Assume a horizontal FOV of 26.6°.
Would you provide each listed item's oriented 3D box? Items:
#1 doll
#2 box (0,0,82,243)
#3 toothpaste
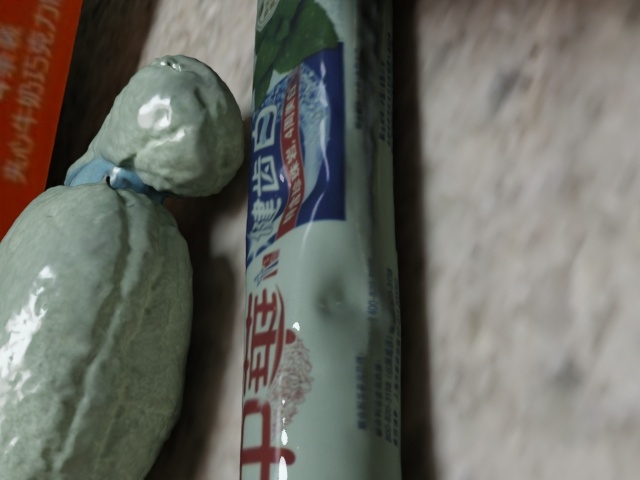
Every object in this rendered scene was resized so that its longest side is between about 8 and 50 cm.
[{"bbox_3d":[-0.084,0.041,0.427,0.103,0.071,0.214,11,80,58],"label":"doll"},{"bbox_3d":[-0.192,-0.012,0.626,0.265,0.048,0.273,21,100,60],"label":"box"},{"bbox_3d":[0.000,0.000,0.349,0.060,0.038,0.233,-35,44,43],"label":"toothpaste"}]
